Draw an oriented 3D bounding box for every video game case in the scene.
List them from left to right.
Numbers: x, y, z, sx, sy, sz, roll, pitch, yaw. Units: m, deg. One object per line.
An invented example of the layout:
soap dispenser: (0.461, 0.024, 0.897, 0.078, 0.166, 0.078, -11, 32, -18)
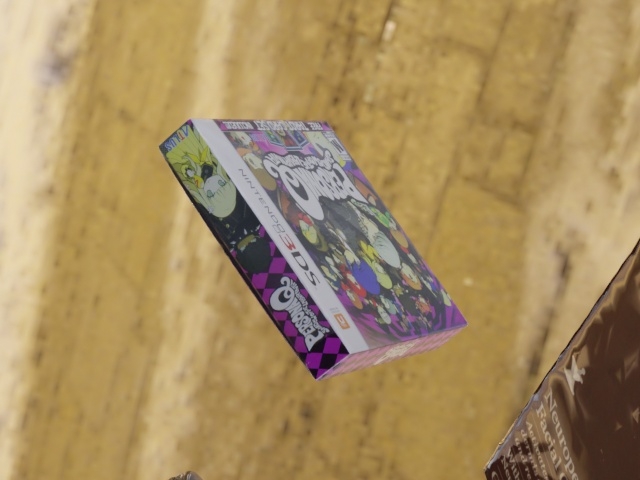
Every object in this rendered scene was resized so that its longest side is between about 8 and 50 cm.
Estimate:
video game case: (0.000, 0.000, 1.453, 0.042, 0.232, 0.210, -39, 76, 22)

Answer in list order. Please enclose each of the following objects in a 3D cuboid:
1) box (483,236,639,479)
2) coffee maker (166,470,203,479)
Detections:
box: (0.215, 0.109, 0.934, 0.381, 0.143, 0.191, 113, 146, -55)
coffee maker: (-0.153, 0.270, 1.431, 0.178, 0.120, 0.171, -28, 40, 14)
